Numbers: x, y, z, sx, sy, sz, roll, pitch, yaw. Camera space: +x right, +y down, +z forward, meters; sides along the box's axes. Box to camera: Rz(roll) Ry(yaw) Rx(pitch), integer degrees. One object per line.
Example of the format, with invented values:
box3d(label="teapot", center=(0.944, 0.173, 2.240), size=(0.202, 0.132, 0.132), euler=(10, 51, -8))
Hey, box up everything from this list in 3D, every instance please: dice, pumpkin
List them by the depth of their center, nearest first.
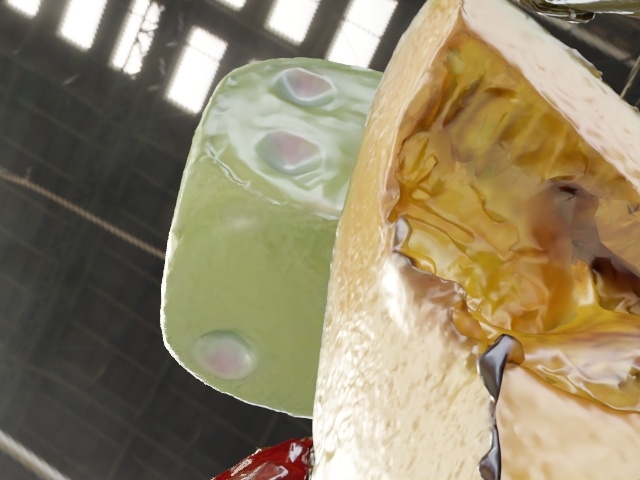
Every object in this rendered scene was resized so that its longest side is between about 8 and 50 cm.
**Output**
box3d(label="pumpkin", center=(0.097, 0.047, 0.443), size=(0.169, 0.312, 0.148), euler=(19, -38, -19))
box3d(label="dice", center=(0.000, 0.000, 0.957), size=(0.249, 0.252, 0.255), euler=(14, -52, 1))

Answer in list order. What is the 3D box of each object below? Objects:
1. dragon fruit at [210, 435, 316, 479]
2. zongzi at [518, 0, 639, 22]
box3d(label="dragon fruit", center=(0.007, 0.243, 0.647), size=(0.244, 0.299, 0.245), euler=(-1, -83, -5))
box3d(label="zongzi", center=(0.373, -0.377, 0.917), size=(0.499, 0.467, 0.218), euler=(8, -28, -23))
